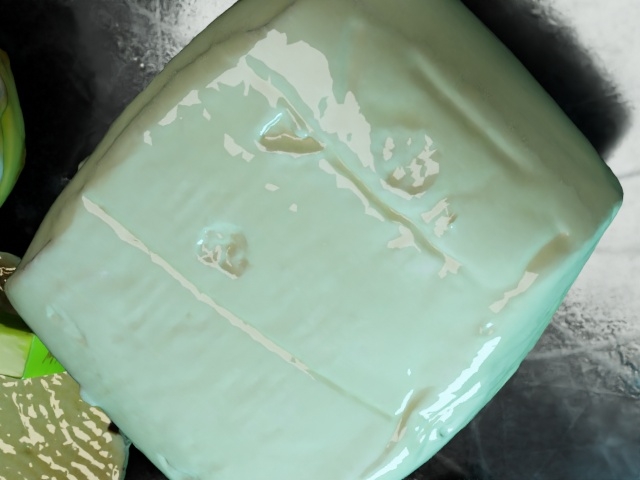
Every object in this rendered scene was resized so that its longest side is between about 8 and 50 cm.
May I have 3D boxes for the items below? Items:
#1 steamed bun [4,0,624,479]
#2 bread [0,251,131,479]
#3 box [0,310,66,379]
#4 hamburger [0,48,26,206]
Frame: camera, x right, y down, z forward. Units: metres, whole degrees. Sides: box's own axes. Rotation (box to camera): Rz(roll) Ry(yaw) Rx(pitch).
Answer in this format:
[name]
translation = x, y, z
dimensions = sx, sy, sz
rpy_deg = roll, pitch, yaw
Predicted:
[steamed bun]
translation = 0.000, 0.000, 1.040
dimensions = 0.456, 0.290, 0.371
rpy_deg = -41, 98, 23
[bread]
translation = -0.322, 0.159, 1.239
dimensions = 0.315, 0.054, 0.316
rpy_deg = 0, 84, -2
[box]
translation = -0.401, 0.062, 1.131
dimensions = 0.334, 0.187, 0.047
rpy_deg = 14, 86, 2
[hamburger]
translation = -0.432, -0.099, 1.160
dimensions = 0.276, 0.237, 0.277
rpy_deg = 4, 109, 13
